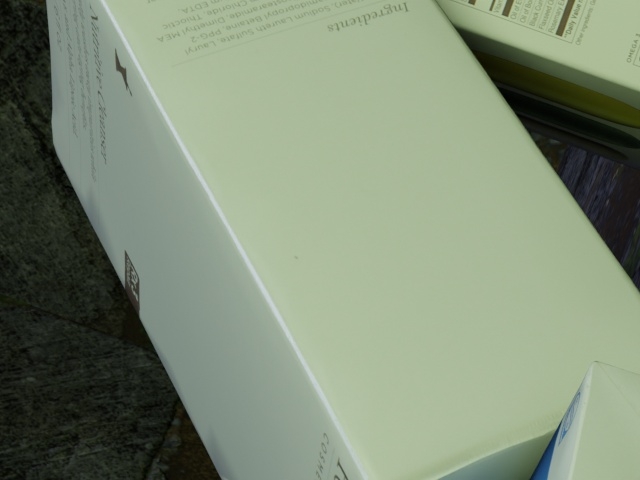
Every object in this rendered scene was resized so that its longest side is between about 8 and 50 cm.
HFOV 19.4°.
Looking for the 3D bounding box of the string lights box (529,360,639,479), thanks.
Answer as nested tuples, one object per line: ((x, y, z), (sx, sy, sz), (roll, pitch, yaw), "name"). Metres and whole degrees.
((0.124, 0.169, 0.744), (0.260, 0.133, 0.077), (109, 180, -49), "string lights box")

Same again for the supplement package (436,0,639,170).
((0.183, -0.156, 1.043), (0.199, 0.262, 0.198), (91, -160, -84), "supplement package")

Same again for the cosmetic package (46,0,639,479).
((0.000, 0.000, 0.902), (0.217, 0.156, 0.385), (93, 153, -51), "cosmetic package")
